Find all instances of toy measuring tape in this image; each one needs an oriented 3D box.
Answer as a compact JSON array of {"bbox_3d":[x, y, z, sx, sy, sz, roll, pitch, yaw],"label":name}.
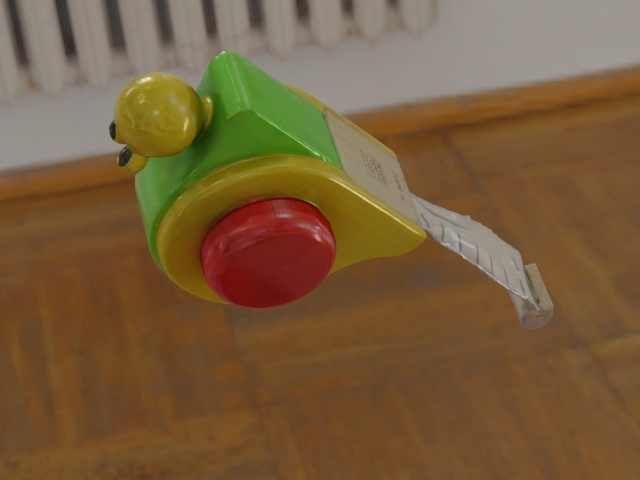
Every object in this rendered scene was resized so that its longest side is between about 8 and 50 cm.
[{"bbox_3d":[0.000,0.000,0.845,0.121,0.330,0.121,-19,57,33],"label":"toy measuring tape"}]
